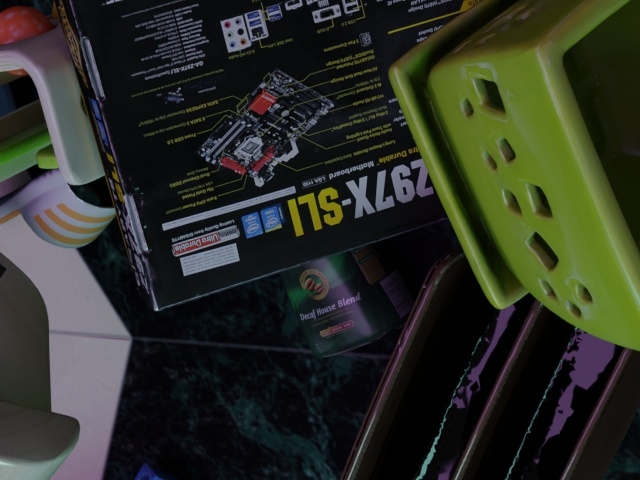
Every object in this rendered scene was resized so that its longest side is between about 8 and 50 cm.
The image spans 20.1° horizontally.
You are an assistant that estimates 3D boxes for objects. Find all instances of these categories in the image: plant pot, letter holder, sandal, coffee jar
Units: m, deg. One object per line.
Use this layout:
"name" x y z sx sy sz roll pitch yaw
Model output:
"plant pot" 0.191 -0.080 1.200 0.207 0.228 0.227 4 125 57
"letter holder" 0.131 0.150 1.380 0.152 0.214 0.302 30 116 19
"sandal" -0.231 -0.031 1.645 0.265 0.102 0.076 -24 98 47
"coffee jar" 0.000 0.000 1.511 0.096 0.079 0.184 -22 97 38

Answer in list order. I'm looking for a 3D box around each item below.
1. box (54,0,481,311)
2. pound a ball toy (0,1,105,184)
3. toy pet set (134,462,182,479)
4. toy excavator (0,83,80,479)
"box" -0.012 -0.120 1.331 0.079 0.322 0.257 -142 35 -69
"pound a ball toy" -0.221 -0.133 1.442 0.208 0.319 0.136 -2 109 35
"toy pet set" -0.133 0.268 1.749 0.114 0.065 0.122 28 136 -23
"toy excavator" -0.352 -0.033 1.550 0.445 0.433 0.222 33 129 -8
